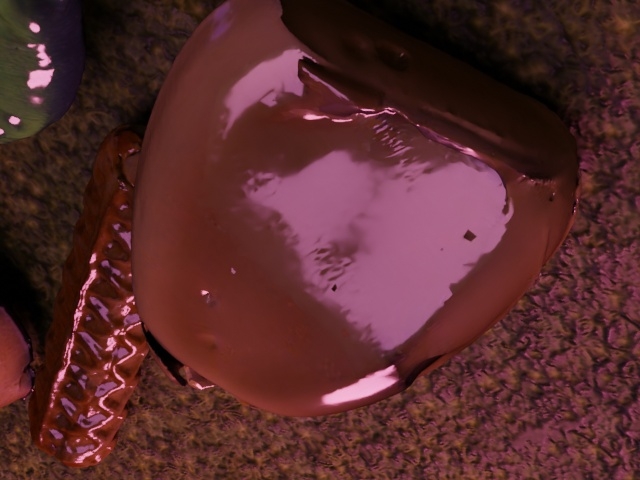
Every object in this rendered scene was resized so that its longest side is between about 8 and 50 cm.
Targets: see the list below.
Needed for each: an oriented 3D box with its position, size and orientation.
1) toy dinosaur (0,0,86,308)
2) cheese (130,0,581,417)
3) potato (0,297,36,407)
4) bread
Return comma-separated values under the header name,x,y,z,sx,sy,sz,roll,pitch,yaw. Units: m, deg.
name,x,y,z,sx,sy,sz,roll,pitch,yaw
toy dinosaur,-0.171,-0.093,1.023,0.375,0.144,0.500,13,146,28
cheese,0.000,0.000,0.980,0.260,0.128,0.316,29,125,-2
potato,-0.336,0.100,1.257,0.202,0.117,0.182,8,135,37
bread,-0.161,0.052,1.166,0.084,0.077,0.367,28,136,4
